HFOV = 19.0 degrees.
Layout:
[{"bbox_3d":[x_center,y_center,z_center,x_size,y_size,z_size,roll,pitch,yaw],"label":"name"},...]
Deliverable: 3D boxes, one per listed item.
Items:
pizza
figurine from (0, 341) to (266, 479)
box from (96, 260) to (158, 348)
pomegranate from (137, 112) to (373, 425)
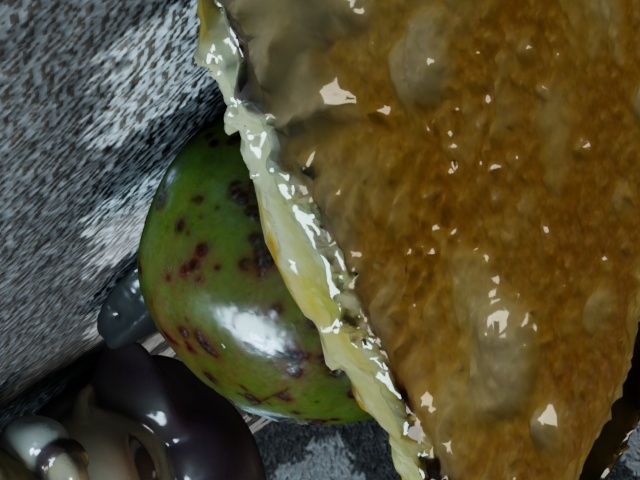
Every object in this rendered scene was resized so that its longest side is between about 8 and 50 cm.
[{"bbox_3d":[0.096,-0.004,0.937,0.080,0.392,0.435,8,-161,40],"label":"pizza"},{"bbox_3d":[-0.164,0.187,1.349,0.206,0.218,0.365,-18,172,15],"label":"figurine"},{"bbox_3d":[-0.046,-0.007,1.259,0.212,0.042,0.201,-44,170,37],"label":"box"},{"bbox_3d":[0.011,-0.016,1.028,0.248,0.202,0.202,-66,167,7],"label":"pomegranate"}]
